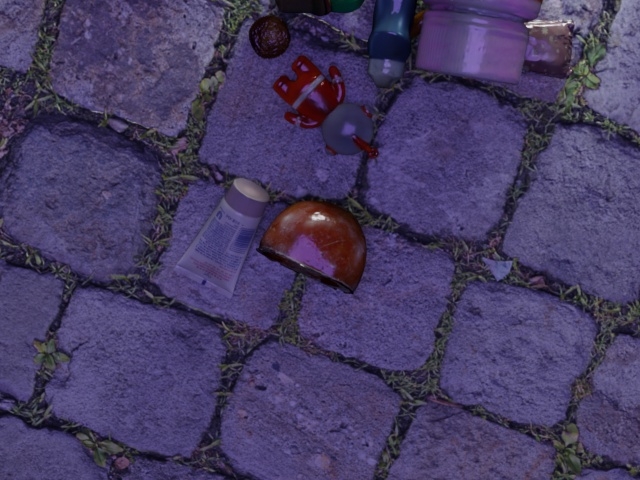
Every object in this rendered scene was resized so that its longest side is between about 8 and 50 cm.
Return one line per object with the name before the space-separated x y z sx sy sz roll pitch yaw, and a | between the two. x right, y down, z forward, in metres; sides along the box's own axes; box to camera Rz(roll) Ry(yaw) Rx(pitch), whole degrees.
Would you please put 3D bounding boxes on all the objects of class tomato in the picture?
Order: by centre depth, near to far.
tomato | 0.000 0.000 1.953 0.214 0.181 0.155 28 86 -12

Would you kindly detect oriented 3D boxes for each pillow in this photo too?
pillow | 0.392 -0.371 1.888 0.185 0.043 0.118 3 101 6

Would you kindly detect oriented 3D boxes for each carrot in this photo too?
carrot | 0.171 -0.400 1.901 0.142 0.035 0.035 -39 99 18

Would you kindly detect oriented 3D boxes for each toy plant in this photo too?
toy plant | 0.010 -0.489 1.855 0.200 0.105 0.143 -16 84 -12

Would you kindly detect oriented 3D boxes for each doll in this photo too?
doll | 0.022 -0.248 1.924 0.245 0.076 0.142 42 103 -4

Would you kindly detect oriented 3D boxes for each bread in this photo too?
bread | -0.099 -0.391 1.903 0.085 0.053 0.085 1 104 3

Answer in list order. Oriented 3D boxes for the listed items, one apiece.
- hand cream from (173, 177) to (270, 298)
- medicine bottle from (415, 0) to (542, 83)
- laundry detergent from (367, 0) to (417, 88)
hand cream | -0.187 -0.003 2.000 0.133 0.083 0.248 30 114 -4
medicine bottle | 0.297 -0.484 1.763 0.219 0.219 0.388 10 98 0
laundry detergent | 0.141 -0.426 1.825 0.094 0.143 0.290 7 98 1
